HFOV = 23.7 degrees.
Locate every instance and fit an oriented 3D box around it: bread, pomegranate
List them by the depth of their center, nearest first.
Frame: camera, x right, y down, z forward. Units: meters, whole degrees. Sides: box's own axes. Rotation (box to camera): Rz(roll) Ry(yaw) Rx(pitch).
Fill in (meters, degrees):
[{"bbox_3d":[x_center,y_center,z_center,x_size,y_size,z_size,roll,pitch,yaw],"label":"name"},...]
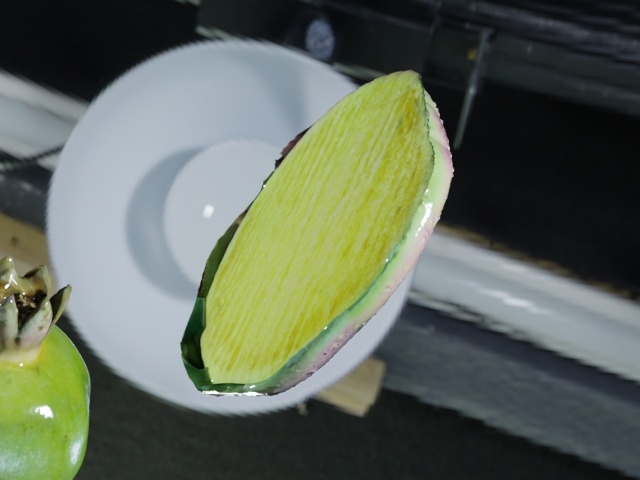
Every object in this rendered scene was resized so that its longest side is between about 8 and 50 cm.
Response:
[{"bbox_3d":[0.000,0.000,0.899,0.033,0.228,0.228,38,-49,-23],"label":"bread"},{"bbox_3d":[-0.264,0.113,1.225,0.187,0.187,0.225,24,-58,-6],"label":"pomegranate"}]
